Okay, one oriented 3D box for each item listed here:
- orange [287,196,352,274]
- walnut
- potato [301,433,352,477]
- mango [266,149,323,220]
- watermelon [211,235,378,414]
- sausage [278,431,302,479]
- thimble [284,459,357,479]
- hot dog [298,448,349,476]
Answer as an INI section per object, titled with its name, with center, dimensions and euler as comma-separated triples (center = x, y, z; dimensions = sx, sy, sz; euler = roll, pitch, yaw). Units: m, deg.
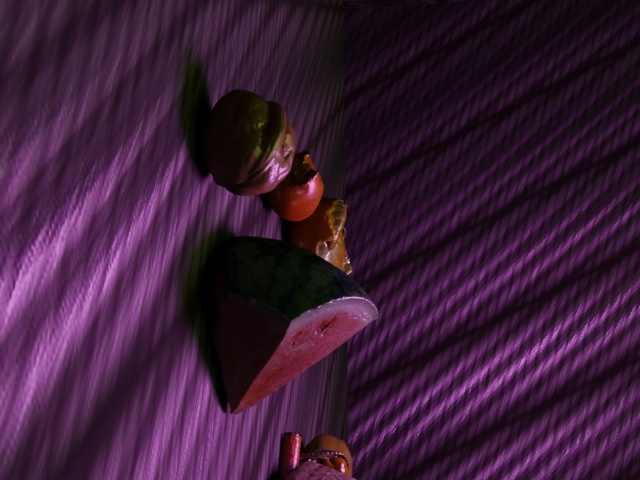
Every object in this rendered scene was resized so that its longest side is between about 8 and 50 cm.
[orange]
center = -0.005, 0.001, 1.822
dimensions = 0.237, 0.159, 0.179
euler = 79, 15, -51
[walnut]
center = -0.111, -0.148, 1.106
dimensions = 0.167, 0.149, 0.166
euler = 25, 55, -43
[potato]
center = 0.013, 0.626, 1.896
dimensions = 0.197, 0.149, 0.228
euler = 61, 24, -47
[mango]
center = -0.058, -0.121, 1.576
dimensions = 0.252, 0.126, 0.153
euler = 86, -8, -84
[watermelon]
center = -0.043, 0.138, 1.168
dimensions = 0.283, 0.251, 0.292
euler = -38, 124, -75
[sausage]
center = -0.073, 0.519, 1.650
dimensions = 0.050, 0.048, 0.145
euler = 84, 11, -54
[thimble]
center = -0.014, 0.592, 1.551
dimensions = 0.229, 0.148, 0.195
euler = 3, 102, -68
[hot dog]
center = 0.000, 0.631, 1.726
dimensions = 0.082, 0.163, 0.270
euler = -137, -136, -78
